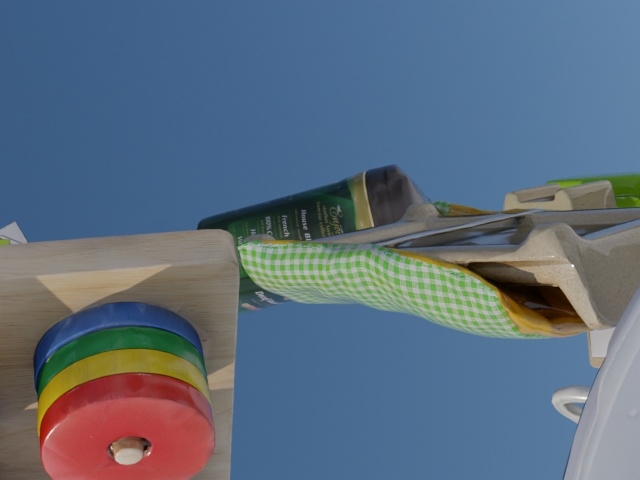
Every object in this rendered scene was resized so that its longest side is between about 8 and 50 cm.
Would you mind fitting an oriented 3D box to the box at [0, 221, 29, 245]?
[{"bbox_3d":[-0.301,0.040,0.998,0.114,0.207,0.036,-31,-87,-20],"label":"box"}]

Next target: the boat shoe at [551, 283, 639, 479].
[{"bbox_3d":[0.143,0.116,0.434,0.156,0.135,0.367,-50,-26,-76],"label":"boat shoe"}]

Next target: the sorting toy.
[{"bbox_3d":[-0.172,0.123,0.653,0.255,0.257,0.089,97,165,-45],"label":"sorting toy"}]

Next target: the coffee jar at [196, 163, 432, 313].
[{"bbox_3d":[0.000,0.000,0.957,0.096,0.184,0.079,31,-135,-67],"label":"coffee jar"}]

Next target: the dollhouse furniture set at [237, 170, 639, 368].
[{"bbox_3d":[0.133,0.051,0.628,0.301,0.197,0.151,-11,-83,-46],"label":"dollhouse furniture set"}]
